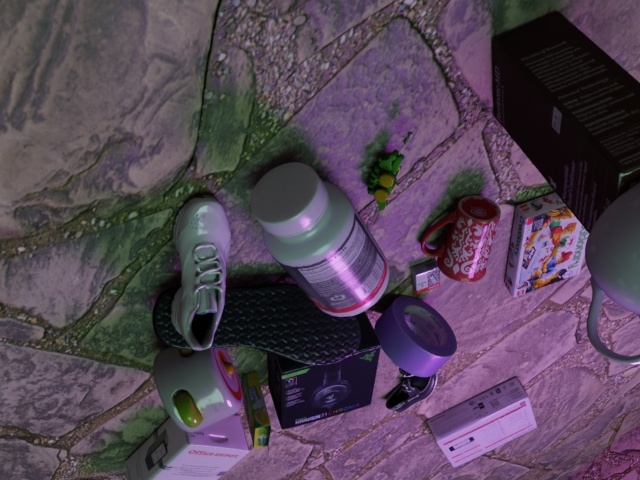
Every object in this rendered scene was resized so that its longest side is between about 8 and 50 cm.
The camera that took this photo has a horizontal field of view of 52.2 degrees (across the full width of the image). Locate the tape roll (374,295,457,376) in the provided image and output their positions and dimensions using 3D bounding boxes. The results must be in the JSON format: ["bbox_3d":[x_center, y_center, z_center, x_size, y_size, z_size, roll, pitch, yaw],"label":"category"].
[{"bbox_3d":[0.229,0.228,1.570,0.189,0.189,0.080,12,128,-35],"label":"tape roll"}]

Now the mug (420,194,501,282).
[{"bbox_3d":[0.312,-0.003,1.427,0.150,0.113,0.169,-10,134,-19],"label":"mug"}]

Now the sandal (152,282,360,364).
[{"bbox_3d":[-0.128,0.163,1.387,0.446,0.167,0.107,10,175,-19],"label":"sandal"}]

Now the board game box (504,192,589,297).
[{"bbox_3d":[0.558,0.004,1.592,0.193,0.053,0.305,-19,139,-7],"label":"board game box"}]

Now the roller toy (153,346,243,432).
[{"bbox_3d":[-0.257,0.300,1.415,0.146,0.209,0.191,-25,155,0],"label":"roller toy"}]

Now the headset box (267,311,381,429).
[{"bbox_3d":[0.004,0.305,1.589,0.247,0.131,0.283,-12,137,-15],"label":"headset box"}]

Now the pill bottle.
[{"bbox_3d":[0.000,0.000,1.225,0.176,0.176,0.318,-30,139,6],"label":"pill bottle"}]

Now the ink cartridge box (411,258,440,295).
[{"bbox_3d":[0.253,0.098,1.565,0.063,0.029,0.115,-19,139,-6],"label":"ink cartridge box"}]

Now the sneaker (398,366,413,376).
[{"bbox_3d":[0.298,0.332,1.827,0.162,0.063,0.073,-26,155,11],"label":"sneaker"}]

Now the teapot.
[{"bbox_3d":[0.513,0.035,0.915,0.253,0.187,0.256,-14,139,-7],"label":"teapot"}]

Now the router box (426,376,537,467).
[{"bbox_3d":[0.558,0.630,2.239,0.336,0.082,0.301,-27,140,3],"label":"router box"}]

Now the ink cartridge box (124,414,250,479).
[{"bbox_3d":[-0.349,0.564,1.708,0.198,0.114,0.273,23,122,-41],"label":"ink cartridge box"}]

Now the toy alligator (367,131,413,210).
[{"bbox_3d":[0.124,-0.137,1.240,0.051,0.056,0.189,23,132,8],"label":"toy alligator"}]

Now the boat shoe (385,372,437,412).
[{"bbox_3d":[0.263,0.435,1.897,0.065,0.075,0.206,6,136,-35],"label":"boat shoe"}]

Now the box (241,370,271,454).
[{"bbox_3d":[-0.157,0.426,1.603,0.043,0.179,0.105,-9,137,-17],"label":"box"}]

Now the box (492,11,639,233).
[{"bbox_3d":[0.430,-0.187,1.075,0.143,0.381,0.191,-21,139,0],"label":"box"}]

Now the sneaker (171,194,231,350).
[{"bbox_3d":[-0.208,0.064,1.196,0.111,0.129,0.296,-3,111,-22],"label":"sneaker"}]
